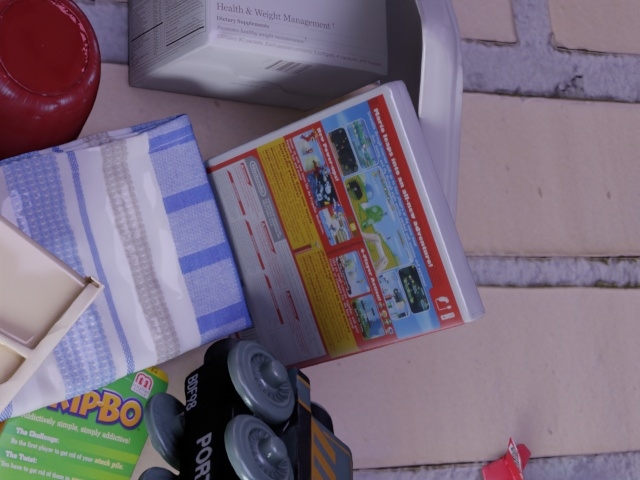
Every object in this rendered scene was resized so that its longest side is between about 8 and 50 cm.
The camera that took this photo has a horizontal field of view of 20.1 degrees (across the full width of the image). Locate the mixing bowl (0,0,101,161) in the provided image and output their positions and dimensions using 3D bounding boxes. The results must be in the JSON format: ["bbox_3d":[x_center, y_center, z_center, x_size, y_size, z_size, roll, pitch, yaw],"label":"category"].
[{"bbox_3d":[-0.253,-0.150,1.522,0.181,0.098,0.181,8,75,-33],"label":"mixing bowl"}]

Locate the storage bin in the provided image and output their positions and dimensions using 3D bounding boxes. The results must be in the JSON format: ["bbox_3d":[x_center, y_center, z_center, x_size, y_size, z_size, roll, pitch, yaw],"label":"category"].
[{"bbox_3d":[-0.287,0.097,1.290,0.123,0.262,0.260,39,83,-7],"label":"storage bin"}]

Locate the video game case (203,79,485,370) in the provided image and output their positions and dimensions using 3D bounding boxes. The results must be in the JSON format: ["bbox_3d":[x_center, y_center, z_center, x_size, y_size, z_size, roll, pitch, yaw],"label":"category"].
[{"bbox_3d":[0.000,0.000,1.544,0.025,0.285,0.204,-19,90,-44],"label":"video game case"}]

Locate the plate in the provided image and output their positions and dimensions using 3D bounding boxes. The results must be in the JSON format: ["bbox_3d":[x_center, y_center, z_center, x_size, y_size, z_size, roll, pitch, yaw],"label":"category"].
[{"bbox_3d":[0.088,-0.130,1.597,0.045,0.278,0.277,-2,34,-3],"label":"plate"}]

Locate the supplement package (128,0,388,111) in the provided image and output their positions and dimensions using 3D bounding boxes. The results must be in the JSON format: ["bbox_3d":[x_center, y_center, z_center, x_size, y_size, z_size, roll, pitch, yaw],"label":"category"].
[{"bbox_3d":[-0.058,-0.241,1.645,0.194,0.149,0.203,6,77,-33],"label":"supplement package"}]

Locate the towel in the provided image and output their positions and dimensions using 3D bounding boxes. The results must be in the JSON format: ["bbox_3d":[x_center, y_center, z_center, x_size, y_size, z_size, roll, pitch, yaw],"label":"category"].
[{"bbox_3d":[-0.195,0.017,1.517,0.285,0.034,0.209,-19,94,-37],"label":"towel"}]

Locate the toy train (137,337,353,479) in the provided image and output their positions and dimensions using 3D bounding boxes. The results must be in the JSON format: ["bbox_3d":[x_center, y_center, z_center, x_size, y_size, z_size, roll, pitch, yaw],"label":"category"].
[{"bbox_3d":[-0.049,0.229,1.475,0.190,0.142,0.334,44,25,-30],"label":"toy train"}]

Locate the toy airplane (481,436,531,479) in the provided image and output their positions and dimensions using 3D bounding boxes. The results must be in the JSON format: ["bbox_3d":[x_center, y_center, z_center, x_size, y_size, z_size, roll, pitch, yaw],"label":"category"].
[{"bbox_3d":[0.206,0.265,1.780,0.151,0.028,0.151,10,73,-34],"label":"toy airplane"}]

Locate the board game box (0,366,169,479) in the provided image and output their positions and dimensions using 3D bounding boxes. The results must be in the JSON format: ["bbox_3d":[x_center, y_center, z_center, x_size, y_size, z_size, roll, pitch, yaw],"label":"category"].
[{"bbox_3d":[-0.223,0.197,1.498,0.124,0.039,0.259,34,64,-24],"label":"board game box"}]
